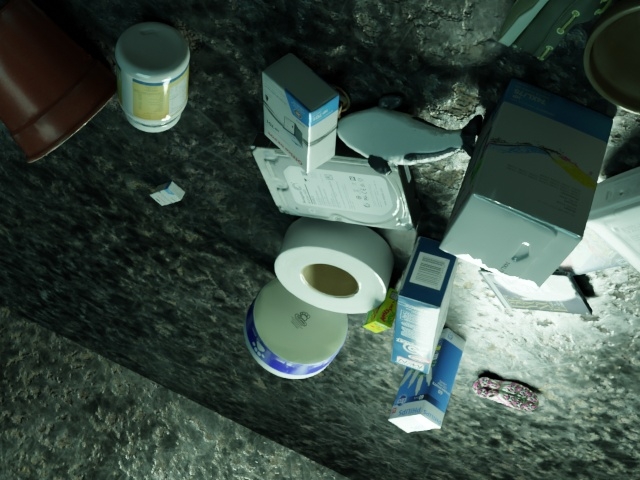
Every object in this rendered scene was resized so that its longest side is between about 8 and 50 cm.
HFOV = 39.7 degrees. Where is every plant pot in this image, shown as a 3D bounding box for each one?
[{"bbox_3d":[0.512,-0.295,1.292,0.237,0.110,0.237,14,152,8],"label":"plant pot"},{"bbox_3d":[-0.603,-0.350,1.847,0.272,0.272,0.265,-13,126,45],"label":"plant pot"}]

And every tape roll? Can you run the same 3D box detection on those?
[{"bbox_3d":[0.035,0.062,2.171,0.286,0.100,0.286,12,146,9],"label":"tape roll"}]

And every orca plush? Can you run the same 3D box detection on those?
[{"bbox_3d":[0.179,-0.211,1.715,0.287,0.102,0.151,-8,93,30],"label":"orca plush"}]

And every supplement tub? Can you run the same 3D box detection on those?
[{"bbox_3d":[-0.340,-0.326,1.794,0.144,0.144,0.200,22,150,2],"label":"supplement tub"}]

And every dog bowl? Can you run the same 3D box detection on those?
[{"bbox_3d":[-0.064,0.225,2.349,0.264,0.265,0.104,26,148,-4],"label":"dog bowl"}]

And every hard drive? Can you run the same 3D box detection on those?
[{"bbox_3d":[0.036,-0.130,1.928,0.338,0.064,0.237,10,147,24],"label":"hard drive"}]

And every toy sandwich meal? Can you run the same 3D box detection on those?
[{"bbox_3d":[0.018,-0.273,1.747,0.085,0.029,0.086,17,149,11],"label":"toy sandwich meal"}]

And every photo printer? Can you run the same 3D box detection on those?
[{"bbox_3d":[0.673,-0.017,1.625,0.307,0.107,0.256,36,148,-22],"label":"photo printer"}]

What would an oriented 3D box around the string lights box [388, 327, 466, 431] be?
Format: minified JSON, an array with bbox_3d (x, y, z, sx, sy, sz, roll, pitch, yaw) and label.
[{"bbox_3d":[0.284,0.369,2.342,0.076,0.260,0.133,37,147,-21],"label":"string lights box"}]

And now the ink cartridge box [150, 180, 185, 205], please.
[{"bbox_3d":[-0.392,-0.120,2.266,0.083,0.028,0.048,-12,134,44],"label":"ink cartridge box"}]

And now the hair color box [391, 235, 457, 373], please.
[{"bbox_3d":[0.247,0.162,2.128,0.105,0.174,0.347,17,149,12],"label":"hair color box"}]

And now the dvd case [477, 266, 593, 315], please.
[{"bbox_3d":[0.488,0.115,2.021,0.221,0.018,0.164,3,147,40],"label":"dvd case"}]

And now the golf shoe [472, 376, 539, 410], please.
[{"bbox_3d":[0.517,0.423,2.474,0.186,0.068,0.086,18,176,9],"label":"golf shoe"}]

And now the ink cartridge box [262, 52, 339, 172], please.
[{"bbox_3d":[-0.040,-0.246,1.734,0.139,0.082,0.191,43,154,22],"label":"ink cartridge box"}]

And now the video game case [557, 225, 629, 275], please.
[{"bbox_3d":[0.527,-0.002,1.831,0.201,0.023,0.183,40,146,-25],"label":"video game case"}]

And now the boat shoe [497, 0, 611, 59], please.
[{"bbox_3d":[0.372,-0.365,1.294,0.091,0.109,0.305,28,155,-9],"label":"boat shoe"}]

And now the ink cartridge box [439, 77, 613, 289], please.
[{"bbox_3d":[0.359,-0.096,1.554,0.197,0.270,0.198,23,149,1],"label":"ink cartridge box"}]

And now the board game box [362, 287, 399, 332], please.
[{"bbox_3d":[0.158,0.178,2.243,0.043,0.092,0.181,26,168,-2],"label":"board game box"}]
